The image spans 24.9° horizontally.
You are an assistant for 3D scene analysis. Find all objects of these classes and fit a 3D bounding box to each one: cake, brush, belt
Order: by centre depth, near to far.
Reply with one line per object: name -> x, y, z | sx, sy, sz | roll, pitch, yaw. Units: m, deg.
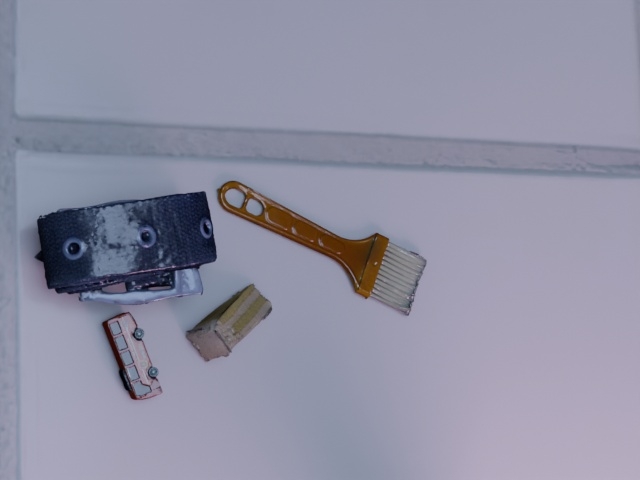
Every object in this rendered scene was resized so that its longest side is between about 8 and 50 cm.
belt -> -0.227, 0.014, 1.746 | 0.218, 0.122, 0.128 | -8, 90, -27
cake -> -0.114, 0.101, 1.841 | 0.052, 0.065, 0.121 | 55, 42, -9
brush -> 0.000, 0.000, 1.917 | 0.314, 0.017, 0.090 | 26, 70, -20

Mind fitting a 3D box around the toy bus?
toy bus -> -0.231, 0.143, 1.777 | 0.043, 0.031, 0.110 | -21, 91, -24
